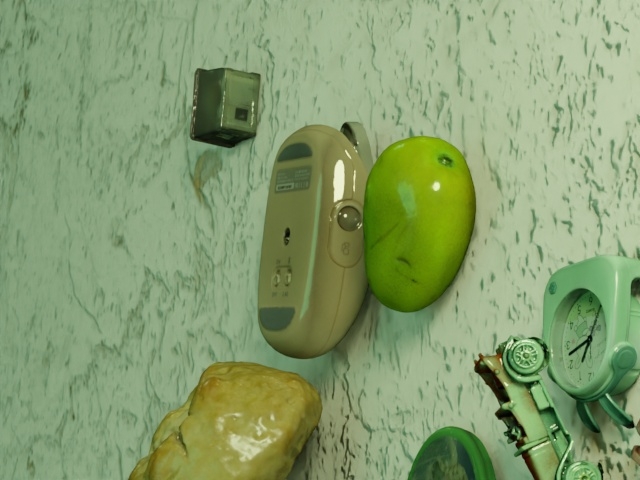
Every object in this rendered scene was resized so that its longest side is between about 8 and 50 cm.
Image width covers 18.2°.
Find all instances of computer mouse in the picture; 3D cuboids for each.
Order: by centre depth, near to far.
[{"bbox_3d":[0.000,0.000,1.961,0.145,0.082,0.237,-9,73,63],"label":"computer mouse"}]

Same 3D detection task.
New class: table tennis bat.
[{"bbox_3d":[0.120,0.273,1.708,0.257,0.039,0.160,-111,37,-47],"label":"table tennis bat"}]

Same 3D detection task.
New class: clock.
[{"bbox_3d":[0.217,0.082,1.566,0.101,0.041,0.135,-20,66,59],"label":"clock"}]

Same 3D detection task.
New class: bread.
[{"bbox_3d":[-0.104,0.220,1.963,0.244,0.134,0.244,-55,1,2],"label":"bread"}]

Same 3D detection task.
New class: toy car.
[{"bbox_3d":[0.171,0.146,1.562,0.073,0.054,0.143,109,139,-75],"label":"toy car"}]

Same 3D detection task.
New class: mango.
[{"bbox_3d":[0.091,-0.014,1.799,0.117,0.089,0.163,18,111,55],"label":"mango"}]

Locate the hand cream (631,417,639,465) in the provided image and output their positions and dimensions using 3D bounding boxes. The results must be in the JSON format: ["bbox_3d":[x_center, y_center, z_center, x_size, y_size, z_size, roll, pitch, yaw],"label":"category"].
[{"bbox_3d":[0.285,0.077,1.443,0.210,0.043,0.067,-64,34,21],"label":"hand cream"}]

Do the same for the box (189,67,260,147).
[{"bbox_3d":[-0.105,-0.153,2.237,0.063,0.060,0.085,-12,71,56],"label":"box"}]
